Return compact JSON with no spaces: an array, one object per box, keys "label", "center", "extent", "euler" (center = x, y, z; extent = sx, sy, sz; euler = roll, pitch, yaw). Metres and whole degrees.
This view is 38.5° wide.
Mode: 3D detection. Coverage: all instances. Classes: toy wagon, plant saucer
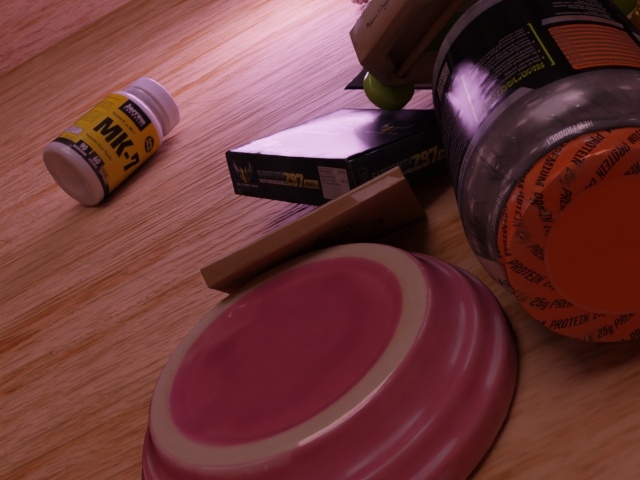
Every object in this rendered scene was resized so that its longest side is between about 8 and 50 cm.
[{"label":"toy wagon","center":[0.203,-0.237,0.947],"extent":[0.344,0.068,0.267],"euler":[-11,-17,-26]},{"label":"plant saucer","center":[-0.011,0.111,0.742],"extent":[0.332,0.084,0.332],"euler":[-24,29,14]}]

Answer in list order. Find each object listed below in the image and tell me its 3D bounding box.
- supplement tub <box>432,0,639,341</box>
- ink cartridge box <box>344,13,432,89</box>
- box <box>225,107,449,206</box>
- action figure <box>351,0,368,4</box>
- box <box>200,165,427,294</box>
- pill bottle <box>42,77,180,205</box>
[{"label":"supplement tub","center":[0.196,-0.074,0.724],"extent":[0.193,0.194,0.316],"euler":[-23,28,15]},{"label":"ink cartridge box","center":[0.165,-0.276,1.008],"extent":[0.165,0.065,0.332],"euler":[-7,-20,-37]},{"label":"box","center":[0.032,-0.096,1.014],"extent":[0.183,0.059,0.232],"euler":[-24,21,-32]},{"label":"action figure","center":[0.127,-0.514,1.471],"extent":[0.370,0.248,0.276],"euler":[-21,22,-6]},{"label":"box","center":[0.000,0.000,0.873],"extent":[0.201,0.021,0.164],"euler":[-27,-13,7]},{"label":"pill bottle","center":[-0.330,-0.163,1.470],"extent":[0.119,0.119,0.208],"euler":[3,43,47]}]
